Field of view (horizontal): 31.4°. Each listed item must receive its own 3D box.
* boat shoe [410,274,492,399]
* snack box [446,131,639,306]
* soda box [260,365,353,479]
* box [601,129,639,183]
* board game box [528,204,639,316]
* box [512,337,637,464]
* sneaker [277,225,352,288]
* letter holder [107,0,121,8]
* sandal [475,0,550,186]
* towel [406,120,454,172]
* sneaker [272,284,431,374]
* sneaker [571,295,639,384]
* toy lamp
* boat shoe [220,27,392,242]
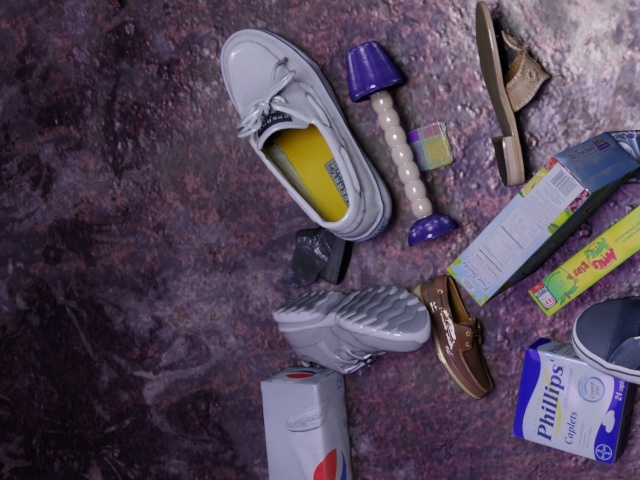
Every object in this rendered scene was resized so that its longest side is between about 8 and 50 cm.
[{"bbox_3d":[0.187,0.129,1.538,0.060,0.064,0.178,-32,79,28],"label":"boat shoe"},{"bbox_3d":[0.272,-0.027,1.388,0.070,0.174,0.207,47,124,14],"label":"snack box"},{"bbox_3d":[-0.014,0.333,1.666,0.098,0.091,0.286,0,99,28],"label":"soda box"},{"bbox_3d":[0.393,-0.104,1.412,0.083,0.018,0.067,0,99,28],"label":"box"},{"bbox_3d":[0.351,0.019,1.414,0.181,0.092,0.043,-42,80,27],"label":"board game box"},{"bbox_3d":[0.329,0.205,1.470,0.137,0.072,0.126,13,104,27],"label":"box"},{"bbox_3d":[0.001,-0.001,1.622,0.089,0.051,0.170,22,112,19],"label":"sneaker"},{"bbox_3d":[-0.380,-0.515,1.698,0.302,0.214,0.152,40,83,17],"label":"letter holder"},{"bbox_3d":[0.255,-0.192,1.454,0.079,0.088,0.240,-11,102,-2],"label":"sandal"},{"bbox_3d":[0.139,-0.123,1.551,0.083,0.009,0.060,-18,91,30],"label":"towel"},{"bbox_3d":[0.056,0.132,1.581,0.281,0.105,0.115,0,117,52],"label":"sneaker"},{"bbox_3d":[0.457,0.102,1.337,0.321,0.126,0.127,7,140,20],"label":"sneaker"},{"bbox_3d":[0.104,-0.132,1.518,0.080,0.080,0.274,-24,88,29],"label":"toy lamp"},{"bbox_3d":[-0.051,-0.154,1.539,0.136,0.156,0.367,-37,70,19],"label":"boat shoe"}]
